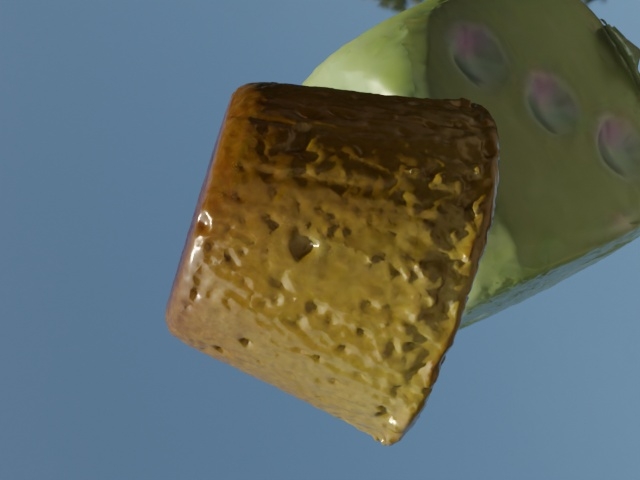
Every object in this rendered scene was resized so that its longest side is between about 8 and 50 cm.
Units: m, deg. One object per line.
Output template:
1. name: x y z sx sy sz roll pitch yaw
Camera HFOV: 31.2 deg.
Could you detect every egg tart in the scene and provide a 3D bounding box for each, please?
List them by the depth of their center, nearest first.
1. egg tart: 0.000 0.000 0.650 0.147 0.202 0.203 17 -125 -6

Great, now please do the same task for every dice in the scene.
1. dice: 0.131 -0.065 1.008 0.249 0.254 0.252 -22 -98 -29
